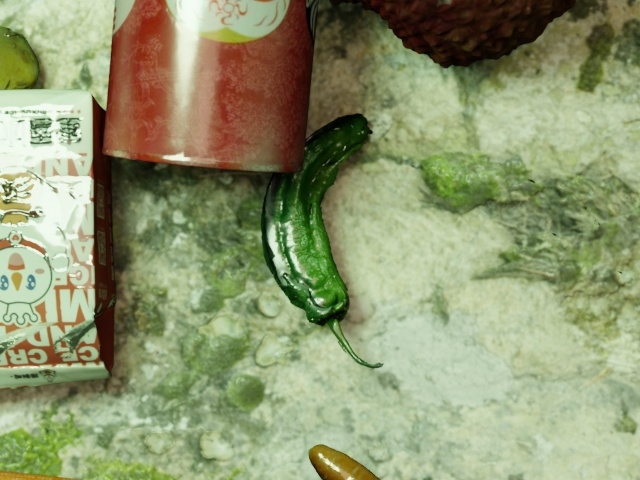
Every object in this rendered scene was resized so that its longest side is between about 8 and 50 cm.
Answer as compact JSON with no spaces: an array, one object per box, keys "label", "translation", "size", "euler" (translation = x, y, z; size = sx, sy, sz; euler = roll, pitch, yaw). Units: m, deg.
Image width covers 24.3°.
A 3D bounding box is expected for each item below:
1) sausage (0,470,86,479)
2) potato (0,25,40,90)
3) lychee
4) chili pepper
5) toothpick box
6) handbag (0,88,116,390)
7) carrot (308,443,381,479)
[{"label":"sausage","translation":[-0.296,0.266,1.476],"size":[0.234,0.071,0.071],"euler":[7,79,-2]},{"label":"potato","translation":[-0.387,-0.182,1.544],"size":[0.188,0.085,0.105],"euler":[-2,82,-9]},{"label":"lychee","translation":[0.138,-0.319,1.517],"size":[0.304,0.276,0.275],"euler":[-26,82,23]},{"label":"chili pepper","translation":[-0.001,0.000,1.548],"size":[0.122,0.065,0.278],"euler":[-1,76,-1]},{"label":"toothpick box","translation":[-0.100,-0.241,1.451],"size":[0.204,0.204,0.333],"euler":[6,95,-3]},{"label":"handbag","translation":[-0.295,0.002,1.493],"size":[0.171,0.151,0.298],"euler":[-1,87,0]},{"label":"carrot","translation":[0.044,0.256,1.515],"size":[0.139,0.048,0.048],"euler":[41,80,4]}]
